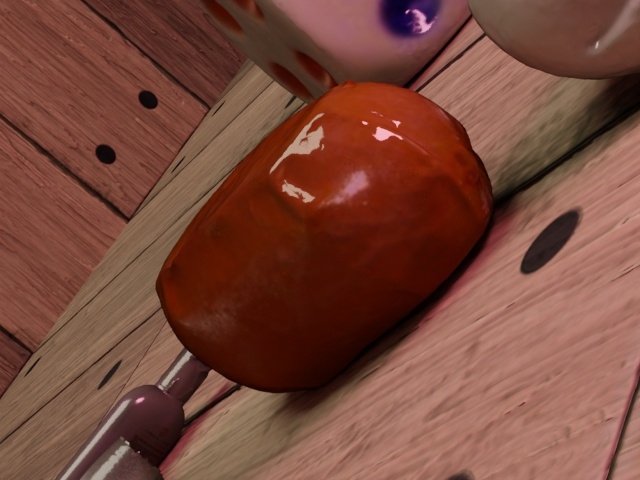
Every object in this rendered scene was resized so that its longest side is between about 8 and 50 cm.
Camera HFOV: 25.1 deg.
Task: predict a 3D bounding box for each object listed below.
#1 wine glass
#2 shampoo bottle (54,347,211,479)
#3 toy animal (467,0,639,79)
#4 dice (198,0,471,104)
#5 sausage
[{"bbox_3d":[-0.202,0.250,1.144,0.198,0.066,0.066,-51,11,-13],"label":"wine glass"},{"bbox_3d":[-0.154,0.162,1.213,0.040,0.080,0.165,34,82,37],"label":"shampoo bottle"},{"bbox_3d":[0.194,-0.217,0.853,0.265,0.206,0.272,-61,29,9],"label":"toy animal"},{"bbox_3d":[0.036,-0.330,1.579,0.304,0.277,0.304,-48,12,-7],"label":"dice"},{"bbox_3d":[-0.001,-0.001,0.967,0.268,0.141,0.153,-40,15,39],"label":"sausage"}]
